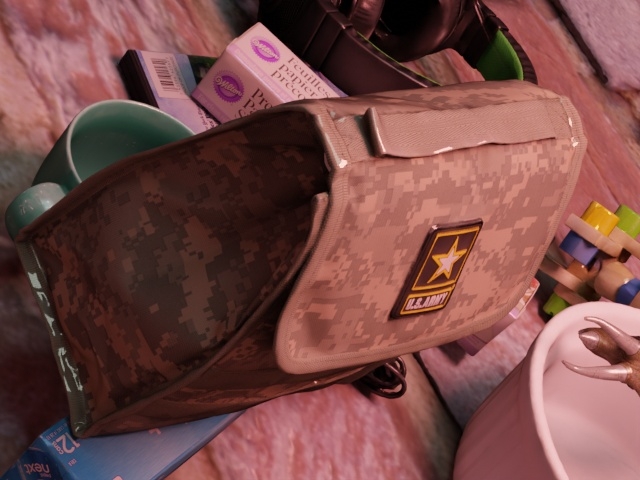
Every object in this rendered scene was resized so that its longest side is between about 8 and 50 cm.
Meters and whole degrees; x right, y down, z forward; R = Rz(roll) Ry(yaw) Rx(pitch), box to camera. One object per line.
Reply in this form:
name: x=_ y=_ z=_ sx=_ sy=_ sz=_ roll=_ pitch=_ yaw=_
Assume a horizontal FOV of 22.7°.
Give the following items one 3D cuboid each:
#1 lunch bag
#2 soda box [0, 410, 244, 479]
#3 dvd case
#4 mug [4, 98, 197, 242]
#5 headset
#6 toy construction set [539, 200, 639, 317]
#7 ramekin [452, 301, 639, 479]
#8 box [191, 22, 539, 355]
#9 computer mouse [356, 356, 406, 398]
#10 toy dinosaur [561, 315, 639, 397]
lunch bag: x=0.000 y=0.000 z=0.967 sx=0.235 sy=0.287 sz=0.169 roll=-8 pitch=74 yaw=-46
soda box: x=-0.114 y=0.123 z=1.059 sx=0.067 sy=0.071 sz=0.210 roll=49 pitch=39 yaw=6
dvd case: x=-0.036 y=-0.079 z=1.354 sx=0.253 sy=0.022 sz=0.180 roll=1 pitch=55 yaw=-40
mug: x=-0.155 y=-0.026 z=1.141 sx=0.157 sy=0.097 sz=0.129 roll=18 pitch=45 yaw=-27
headset: x=0.048 y=-0.249 z=1.444 sx=0.243 sy=0.185 sz=0.394 roll=-8 pitch=48 yaw=-48
toy construction set: x=0.326 y=0.063 z=1.447 sx=0.327 sy=0.151 sz=0.215 roll=5 pitch=26 yaw=-47
ramekin: x=0.236 y=0.198 z=1.236 sx=0.277 sy=0.135 sz=0.277 roll=23 pitch=42 yaw=-22
box: x=0.038 y=-0.041 z=1.313 sx=0.324 sy=0.067 sz=0.063 roll=44 pitch=39 yaw=-1
computer mouse: x=0.041 y=-0.001 z=1.157 sx=0.184 sy=0.262 sz=0.060 roll=37 pitch=52 yaw=-1
toy dinosaur: x=0.352 y=0.092 z=1.165 sx=0.160 sy=0.313 sz=0.121 roll=4 pitch=76 yaw=-67
